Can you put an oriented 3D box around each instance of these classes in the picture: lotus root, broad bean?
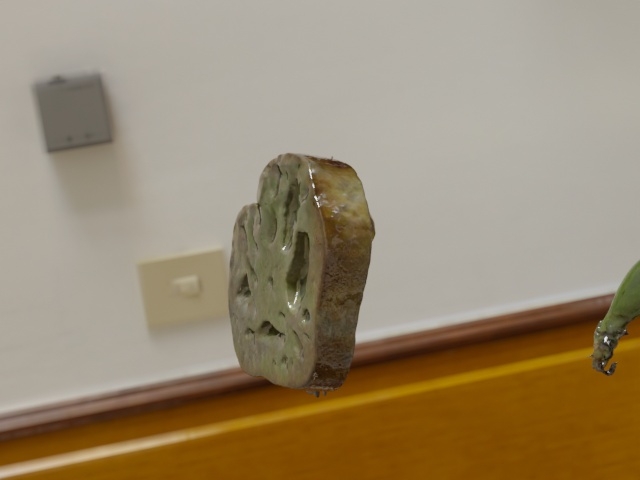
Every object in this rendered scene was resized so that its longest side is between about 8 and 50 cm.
[{"bbox_3d":[-0.033,0.064,2.159,0.390,0.111,0.374,-63,36,40],"label":"lotus root"},{"bbox_3d":[0.389,0.056,1.316,0.049,0.292,0.144,33,-119,-47],"label":"broad bean"}]

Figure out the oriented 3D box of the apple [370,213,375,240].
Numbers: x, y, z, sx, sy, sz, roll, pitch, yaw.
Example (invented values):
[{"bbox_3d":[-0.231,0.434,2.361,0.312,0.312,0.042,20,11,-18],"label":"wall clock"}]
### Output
[{"bbox_3d":[0.000,0.000,2.468,0.160,0.173,0.195,54,-148,2],"label":"apple"}]
